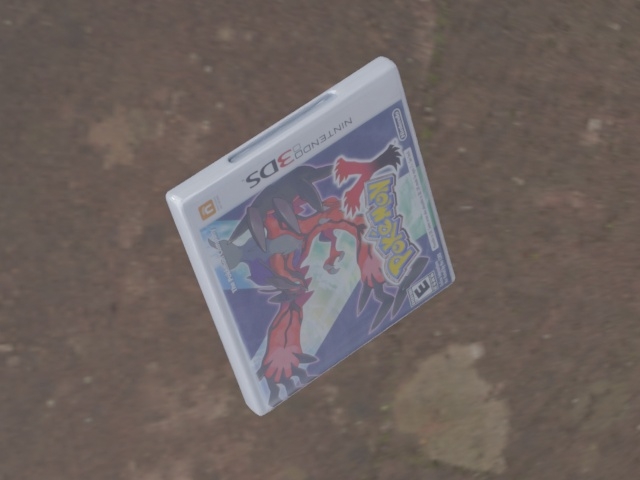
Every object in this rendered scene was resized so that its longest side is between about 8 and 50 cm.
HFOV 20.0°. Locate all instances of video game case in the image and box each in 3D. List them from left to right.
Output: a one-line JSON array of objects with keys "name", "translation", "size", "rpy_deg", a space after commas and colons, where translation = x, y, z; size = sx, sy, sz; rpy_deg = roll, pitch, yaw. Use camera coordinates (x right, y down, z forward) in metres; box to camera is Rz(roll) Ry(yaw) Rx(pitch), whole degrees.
[{"name": "video game case", "translation": [0.000, 0.000, 1.251], "size": [0.183, 0.201, 0.023], "rpy_deg": [-34, 41, -19]}]
